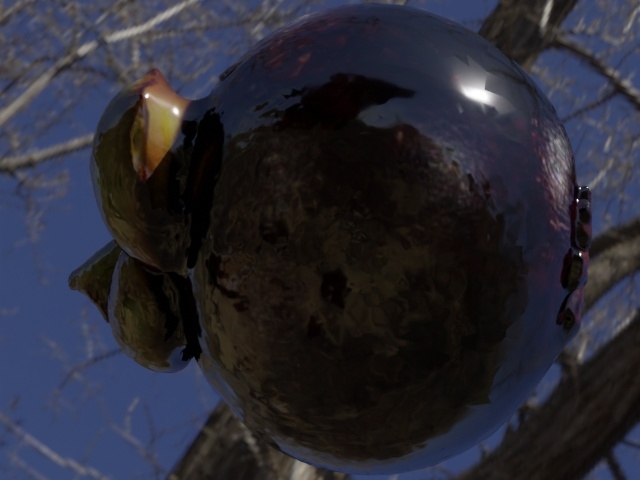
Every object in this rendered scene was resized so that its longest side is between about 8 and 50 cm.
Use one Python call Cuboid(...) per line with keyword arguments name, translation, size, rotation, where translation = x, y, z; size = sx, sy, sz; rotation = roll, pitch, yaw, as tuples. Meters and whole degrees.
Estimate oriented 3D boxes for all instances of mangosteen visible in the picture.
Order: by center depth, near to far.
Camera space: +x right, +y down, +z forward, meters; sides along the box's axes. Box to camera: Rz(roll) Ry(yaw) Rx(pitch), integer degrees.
Cuboid(name="mangosteen", translation=(0.000, 0.000, 1.002), size=(0.346, 0.307, 0.307), rotation=(2, -56, 9))
